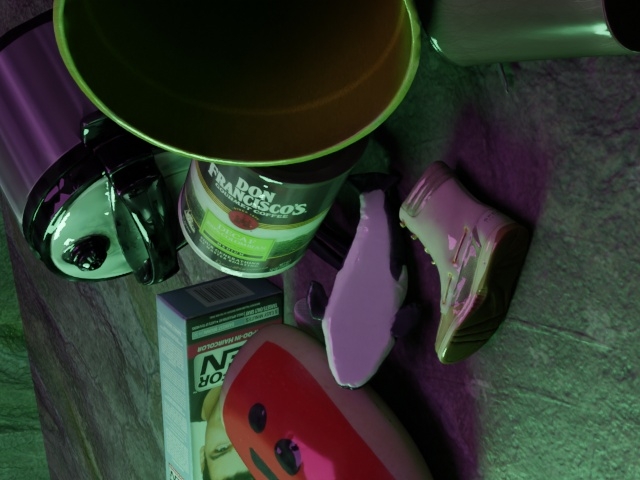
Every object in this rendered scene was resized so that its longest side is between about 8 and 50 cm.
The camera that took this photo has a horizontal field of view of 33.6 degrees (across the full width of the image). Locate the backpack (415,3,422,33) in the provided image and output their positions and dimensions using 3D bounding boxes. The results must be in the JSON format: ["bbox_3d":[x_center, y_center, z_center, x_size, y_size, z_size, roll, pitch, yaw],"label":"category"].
[{"bbox_3d":[0.069,-0.280,1.298,0.114,0.084,0.105,25,123,47],"label":"backpack"}]

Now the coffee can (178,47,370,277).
[{"bbox_3d":[-0.068,-0.097,1.388,0.201,0.201,0.275,65,156,18],"label":"coffee can"}]

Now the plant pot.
[{"bbox_3d":[-0.077,-0.333,1.169,0.366,0.366,0.353,119,159,-49],"label":"plant pot"}]

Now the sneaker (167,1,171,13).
[{"bbox_3d":[-0.085,-0.272,1.400,0.182,0.315,0.127,-26,61,24],"label":"sneaker"}]

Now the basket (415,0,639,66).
[{"bbox_3d":[0.219,-0.251,1.006,0.227,0.154,0.204,23,131,49],"label":"basket"}]

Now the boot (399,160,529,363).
[{"bbox_3d":[0.156,0.028,1.290,0.165,0.077,0.213,47,134,39],"label":"boot"}]

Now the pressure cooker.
[{"bbox_3d":[-0.351,-0.129,1.758,0.375,0.370,0.420,-45,62,23],"label":"pressure cooker"}]

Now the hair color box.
[{"bbox_3d":[-0.167,0.256,1.807,0.113,0.185,0.374,31,128,49],"label":"hair color box"}]

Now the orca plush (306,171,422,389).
[{"bbox_3d":[0.057,0.053,1.442,0.102,0.151,0.287,20,-118,-82],"label":"orca plush"}]

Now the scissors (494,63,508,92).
[{"bbox_3d":[0.160,-0.310,1.206,0.109,0.021,0.297,-1,102,56],"label":"scissors"}]

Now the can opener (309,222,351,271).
[{"bbox_3d":[0.000,0.000,1.557,0.186,0.073,0.059,41,127,32],"label":"can opener"}]

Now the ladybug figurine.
[{"bbox_3d":[-0.004,0.302,1.538,0.449,0.162,0.305,35,145,44],"label":"ladybug figurine"}]

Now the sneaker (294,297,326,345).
[{"bbox_3d":[0.009,0.152,1.615,0.134,0.051,0.070,45,152,31],"label":"sneaker"}]
